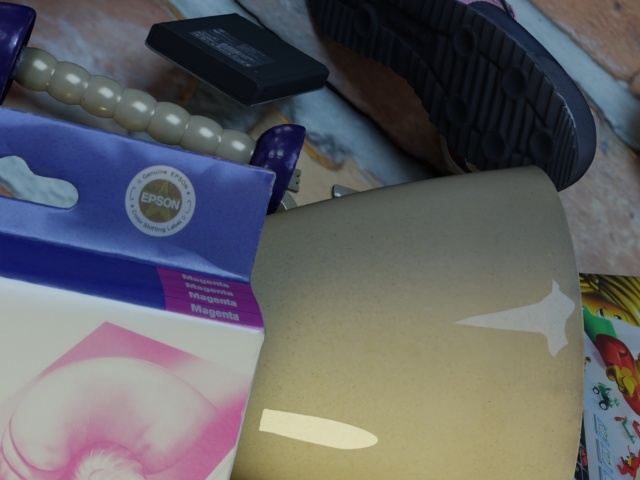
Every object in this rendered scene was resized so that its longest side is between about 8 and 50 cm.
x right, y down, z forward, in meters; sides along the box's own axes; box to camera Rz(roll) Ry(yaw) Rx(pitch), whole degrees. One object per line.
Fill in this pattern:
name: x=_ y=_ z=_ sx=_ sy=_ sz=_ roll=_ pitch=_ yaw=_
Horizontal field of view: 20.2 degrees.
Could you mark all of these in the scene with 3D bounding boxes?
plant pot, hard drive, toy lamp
plant pot: x=0.010 y=0.076 z=1.208 sx=0.274 sy=0.256 sz=0.256 roll=0 pitch=66 yaw=-9
hard drive: x=-0.058 y=-0.136 z=1.328 sx=0.094 sy=0.022 sz=0.135 roll=32 pitch=20 yaw=15
toy lamp: x=-0.148 y=-0.102 z=1.277 sx=0.274 sy=0.080 sz=0.080 roll=21 pitch=59 yaw=-9

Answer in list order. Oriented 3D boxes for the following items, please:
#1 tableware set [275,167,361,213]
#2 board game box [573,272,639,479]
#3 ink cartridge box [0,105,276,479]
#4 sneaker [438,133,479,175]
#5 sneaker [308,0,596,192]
tableware set: x=0.000 y=0.000 z=1.342 sx=0.194 sy=0.039 sz=0.128 roll=17 pitch=61 yaw=-20
board game box: x=0.237 y=0.162 z=1.346 sx=0.193 sy=0.053 sz=0.305 roll=4 pitch=54 yaw=-26
ink cartridge box: x=-0.205 y=0.086 z=1.040 sx=0.324 sy=0.071 sz=0.330 roll=12 pitch=95 yaw=-18
sneaker: x=0.148 y=-0.062 z=1.399 sx=0.069 sy=0.084 sz=0.185 roll=6 pitch=45 yaw=-24
sneaker: x=0.126 y=-0.148 z=1.370 sx=0.131 sy=0.112 sz=0.319 roll=-7 pitch=41 yaw=-38
